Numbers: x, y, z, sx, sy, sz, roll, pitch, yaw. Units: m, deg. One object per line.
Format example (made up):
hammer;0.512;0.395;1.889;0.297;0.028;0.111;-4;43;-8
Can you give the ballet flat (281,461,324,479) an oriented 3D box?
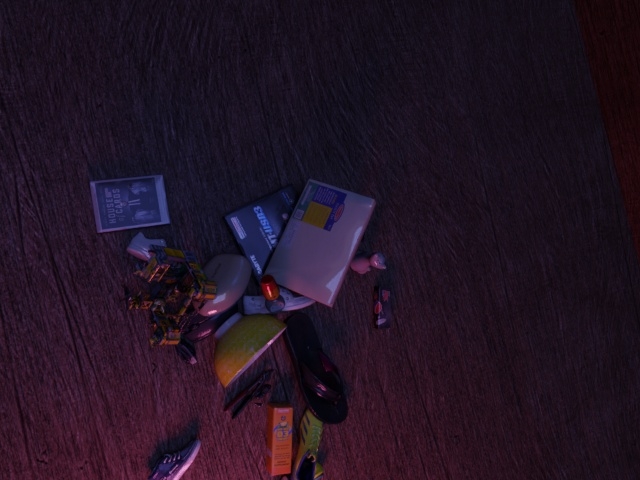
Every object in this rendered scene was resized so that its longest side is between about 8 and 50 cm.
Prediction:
ballet flat;-0.096;0.881;1.705;0.230;0.077;0.077;-26;73;-22

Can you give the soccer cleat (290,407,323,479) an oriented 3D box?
soccer cleat;-0.034;0.739;1.682;0.093;0.121;0.289;21;59;-11

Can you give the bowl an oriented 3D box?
bowl;-0.268;0.339;1.593;0.156;0.289;0.289;44;72;7

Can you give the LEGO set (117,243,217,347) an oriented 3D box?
LEGO set;-0.504;0.172;1.471;0.192;0.331;0.255;15;38;-52

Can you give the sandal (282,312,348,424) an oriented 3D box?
sandal;-0.009;0.480;1.722;0.167;0.107;0.446;-28;95;-41

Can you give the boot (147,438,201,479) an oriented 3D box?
boot;-0.488;0.738;1.571;0.086;0.069;0.190;39;76;-15

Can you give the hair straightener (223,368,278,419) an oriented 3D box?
hair straightener;-0.236;0.560;1.697;0.230;0.047;0.089;-42;99;-22

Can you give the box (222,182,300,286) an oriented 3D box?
box;-0.171;-0.023;1.754;0.293;0.073;0.296;-27;94;-21

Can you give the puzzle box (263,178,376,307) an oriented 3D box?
puzzle box;0.000;0.000;1.666;0.271;0.052;0.409;21;79;22

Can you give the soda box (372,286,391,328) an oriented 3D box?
soda box;0.248;0.270;1.883;0.060;0.053;0.169;4;83;-19

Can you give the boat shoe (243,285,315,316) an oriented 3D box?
boat shoe;-0.148;0.213;1.725;0.276;0.098;0.096;-9;89;-19

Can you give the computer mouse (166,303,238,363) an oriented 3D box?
computer mouse;-0.404;0.288;1.641;0.272;0.072;0.189;-35;96;-19

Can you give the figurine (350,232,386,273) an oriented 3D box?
figurine;0.151;0.030;1.788;0.092;0.209;0.215;-41;99;-18

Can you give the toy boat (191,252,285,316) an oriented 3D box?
toy boat;-0.277;0.170;1.589;0.268;0.317;0.148;-64;151;-43

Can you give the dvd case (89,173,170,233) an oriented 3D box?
dvd case;-0.653;-0.128;1.614;0.238;0.029;0.180;-9;88;-21

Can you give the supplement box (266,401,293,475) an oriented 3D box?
supplement box;-0.148;0.711;1.691;0.077;0.080;0.234;3;82;-21

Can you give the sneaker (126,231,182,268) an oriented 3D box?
sneaker;-0.549;0.043;1.616;0.212;0.080;0.094;31;61;-15
